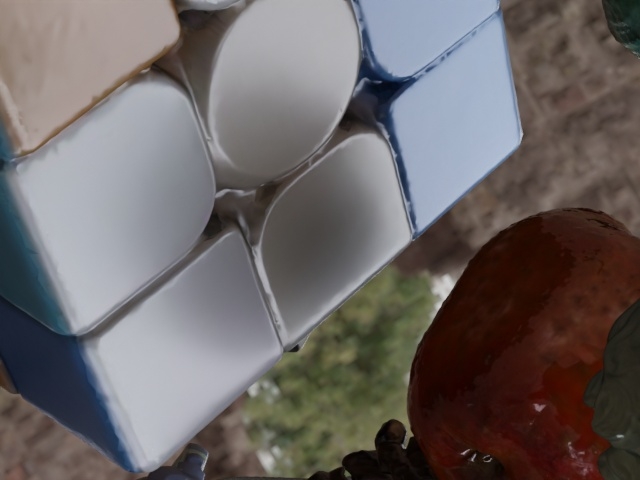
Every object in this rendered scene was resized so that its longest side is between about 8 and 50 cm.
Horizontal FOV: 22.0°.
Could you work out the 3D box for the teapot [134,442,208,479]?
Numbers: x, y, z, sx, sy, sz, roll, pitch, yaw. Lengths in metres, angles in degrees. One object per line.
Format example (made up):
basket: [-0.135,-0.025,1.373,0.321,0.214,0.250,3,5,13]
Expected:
teapot: [-0.126,0.244,1.408,0.149,0.111,0.108,-13,140,-59]

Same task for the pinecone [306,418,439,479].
pinecone: [0.055,0.207,1.001,0.195,0.150,0.179,-29,-141,17]

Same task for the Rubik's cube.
Rubik's cube: [-0.131,-0.142,0.955,0.347,0.344,0.346,-40,-135,-25]

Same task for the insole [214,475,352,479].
insole: [0.048,0.246,1.497,0.322,0.109,0.007,0,142,-2]

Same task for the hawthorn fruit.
hawthorn fruit: [0.137,0.074,0.894,0.189,0.189,0.189,-30,-174,4]

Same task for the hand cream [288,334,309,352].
hand cream: [0.000,0.000,1.111,0.186,0.054,0.087,-58,-178,-19]

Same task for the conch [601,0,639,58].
conch: [0.304,-0.255,1.533,0.134,0.202,0.196,-51,-162,-25]

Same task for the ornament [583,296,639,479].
ornament: [0.194,0.144,0.660,0.120,0.285,0.130,-18,168,0]
